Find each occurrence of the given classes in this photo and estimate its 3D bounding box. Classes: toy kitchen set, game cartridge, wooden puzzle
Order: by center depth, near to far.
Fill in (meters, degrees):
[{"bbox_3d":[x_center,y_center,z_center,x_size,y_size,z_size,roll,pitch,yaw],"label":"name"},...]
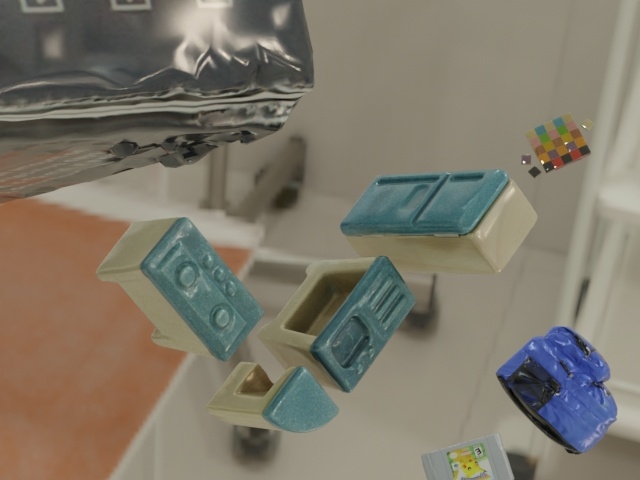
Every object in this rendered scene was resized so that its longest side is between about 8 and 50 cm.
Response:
[{"bbox_3d":[0.000,0.000,1.123,0.122,0.166,0.207,0,45,49],"label":"toy kitchen set"},{"bbox_3d":[0.142,0.220,1.778,0.083,0.017,0.056,-14,82,-19],"label":"game cartridge"},{"bbox_3d":[0.234,-0.096,1.843,0.083,0.006,0.049,-24,67,-3],"label":"wooden puzzle"}]

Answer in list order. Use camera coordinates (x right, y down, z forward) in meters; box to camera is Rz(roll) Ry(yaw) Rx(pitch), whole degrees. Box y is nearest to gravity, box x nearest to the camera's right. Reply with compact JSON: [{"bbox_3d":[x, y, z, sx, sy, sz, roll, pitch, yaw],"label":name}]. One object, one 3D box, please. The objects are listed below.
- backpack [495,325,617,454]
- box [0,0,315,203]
[{"bbox_3d":[0.250,0.153,1.900,0.120,0.101,0.098,48,10,12],"label":"backpack"},{"bbox_3d":[-0.299,-0.231,0.534,0.472,0.480,0.297,-6,-3,-41],"label":"box"}]
